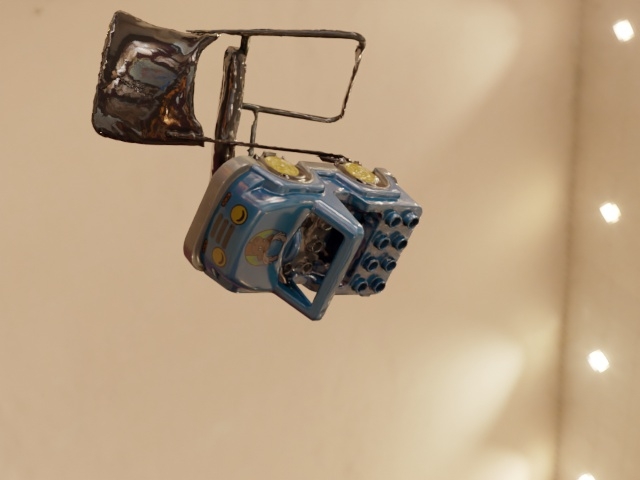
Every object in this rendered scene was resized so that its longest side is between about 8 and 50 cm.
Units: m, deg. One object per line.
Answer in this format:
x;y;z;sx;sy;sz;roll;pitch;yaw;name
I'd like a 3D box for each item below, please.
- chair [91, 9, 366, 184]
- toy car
-0.082;-0.103;1.139;0.145;0.221;0.140;108;-12;-61;chair
0.000;0.000;0.989;0.100;0.191;0.097;45;-60;38;toy car
